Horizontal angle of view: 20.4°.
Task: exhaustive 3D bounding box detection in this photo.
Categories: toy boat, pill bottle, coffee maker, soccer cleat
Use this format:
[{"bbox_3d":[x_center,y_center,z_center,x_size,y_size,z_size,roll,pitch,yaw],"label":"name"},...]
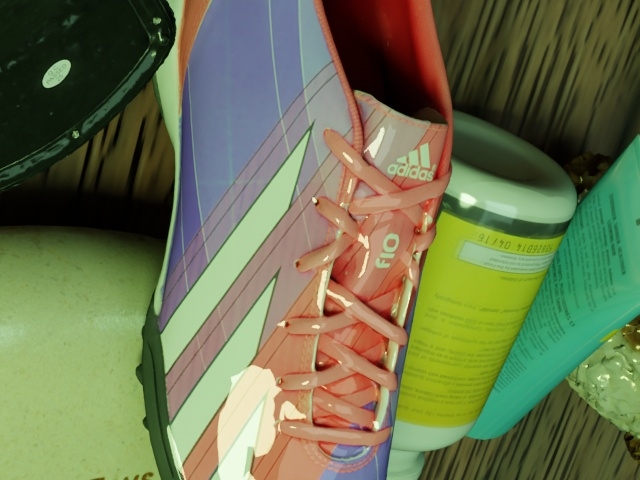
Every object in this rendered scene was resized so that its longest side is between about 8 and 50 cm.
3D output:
[{"bbox_3d":[-0.166,0.136,0.772,0.267,0.148,0.318,1,112,-42],"label":"toy boat"},{"bbox_3d":[0.043,0.035,0.855,0.103,0.103,0.184,5,117,-38],"label":"pill bottle"},{"bbox_3d":[-0.140,-0.126,0.558,0.120,0.178,0.171,-21,132,-25],"label":"coffee maker"},{"bbox_3d":[0.000,0.000,0.697,0.108,0.116,0.318,-2,90,-47],"label":"soccer cleat"}]

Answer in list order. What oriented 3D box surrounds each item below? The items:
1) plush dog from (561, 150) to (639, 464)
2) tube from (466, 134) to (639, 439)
[{"bbox_3d":[0.226,0.014,0.949,0.225,0.210,0.262,-29,106,4],"label":"plush dog"},{"bbox_3d":[0.115,0.035,0.876,0.052,0.080,0.207,-1,153,-21],"label":"tube"}]
